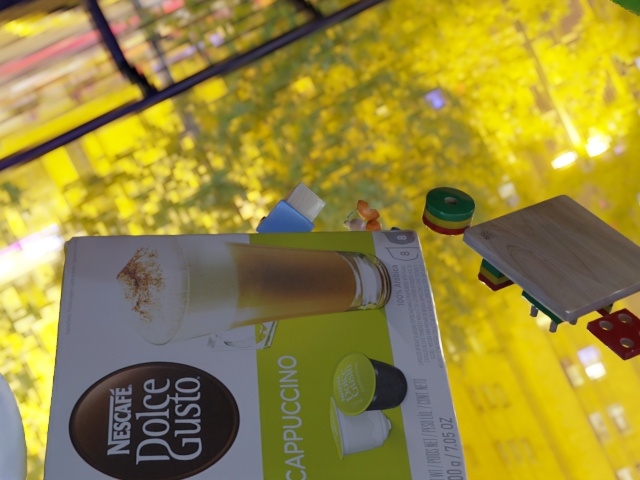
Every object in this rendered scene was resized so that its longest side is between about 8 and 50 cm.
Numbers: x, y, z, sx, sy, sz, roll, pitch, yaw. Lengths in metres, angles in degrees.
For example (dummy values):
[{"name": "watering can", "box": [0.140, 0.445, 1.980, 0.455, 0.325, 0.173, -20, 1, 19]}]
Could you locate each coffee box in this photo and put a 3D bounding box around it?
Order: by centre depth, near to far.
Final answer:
[{"name": "coffee box", "box": [-0.068, 0.224, 1.351, 0.334, 0.338, 0.337, 0, -143, -5]}]

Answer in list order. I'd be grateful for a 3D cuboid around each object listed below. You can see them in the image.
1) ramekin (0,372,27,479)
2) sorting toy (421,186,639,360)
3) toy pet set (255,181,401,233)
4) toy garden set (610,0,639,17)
[{"name": "ramekin", "box": [-0.369, 0.199, 1.162, 0.135, 0.277, 0.277, 11, -155, 30]}, {"name": "sorting toy", "box": [0.219, 0.030, 1.324, 0.132, 0.274, 0.046, -19, 134, -35]}, {"name": "toy pet set", "box": [0.000, 0.000, 1.474, 0.065, 0.114, 0.122, -54, -172, -29]}, {"name": "toy garden set", "box": [0.160, -0.263, 0.845, 0.049, 0.204, 0.244, -41, -155, 60]}]
